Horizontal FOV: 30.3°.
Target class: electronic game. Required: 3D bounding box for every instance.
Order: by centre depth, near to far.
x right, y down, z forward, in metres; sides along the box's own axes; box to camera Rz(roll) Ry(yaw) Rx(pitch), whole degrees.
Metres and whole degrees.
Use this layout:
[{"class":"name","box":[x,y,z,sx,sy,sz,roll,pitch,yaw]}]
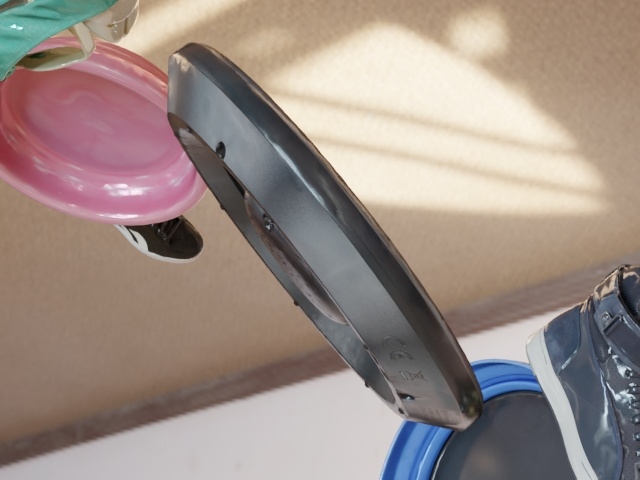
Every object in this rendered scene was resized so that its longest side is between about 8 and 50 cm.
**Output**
[{"class":"electronic game","box":[0.000,0.000,0.578,0.048,0.229,0.229,-38,145,-7]}]

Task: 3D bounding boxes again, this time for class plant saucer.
[{"class":"plant saucer","box":[-0.295,-0.148,1.535,0.332,0.084,0.332,9,146,6]}]

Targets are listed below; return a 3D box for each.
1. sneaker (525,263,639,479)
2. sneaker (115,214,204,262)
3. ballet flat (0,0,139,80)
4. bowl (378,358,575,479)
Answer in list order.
[{"class":"sneaker","box":[0.267,0.124,0.931,0.086,0.226,0.163,9,137,-42]},{"class":"sneaker","box":[-0.262,-0.045,1.757,0.217,0.079,0.121,32,156,-9]},{"class":"ballet flat","box":[-0.187,-0.180,0.883,0.247,0.083,0.087,-15,135,41]},{"class":"bowl","box":[0.226,0.348,1.499,0.077,0.391,0.391,19,147,-37]}]
